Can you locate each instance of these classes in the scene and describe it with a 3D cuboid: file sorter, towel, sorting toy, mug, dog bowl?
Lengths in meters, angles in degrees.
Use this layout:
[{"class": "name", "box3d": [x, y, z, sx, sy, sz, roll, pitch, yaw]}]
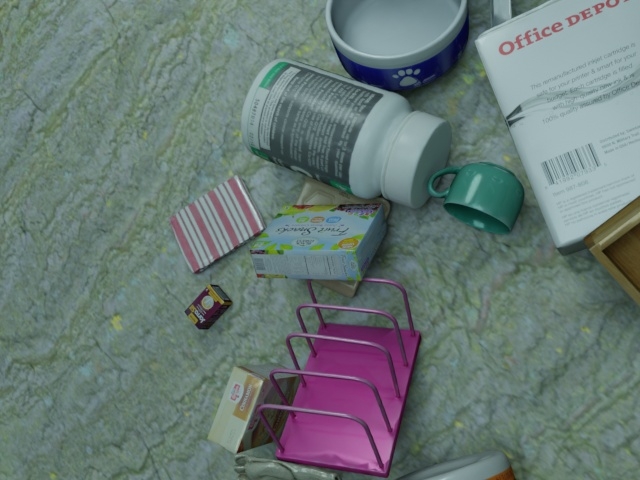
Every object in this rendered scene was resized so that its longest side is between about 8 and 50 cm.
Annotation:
[{"class": "file sorter", "box3d": [0.037, 0.223, 1.268, 0.202, 0.182, 0.290, 2, 48, 21]}, {"class": "towel", "box3d": [-0.221, -0.034, 1.560, 0.197, 0.029, 0.144, -31, 73, 12]}, {"class": "sorting toy", "box3d": [0.022, -0.014, 1.459, 0.193, 0.038, 0.208, 24, 96, 23]}, {"class": "mug", "box3d": [0.286, -0.087, 1.299, 0.129, 0.158, 0.097, 10, 73, 61]}, {"class": "dog bowl", "box3d": [0.147, -0.419, 1.383, 0.265, 0.104, 0.264, -6, 64, 12]}]

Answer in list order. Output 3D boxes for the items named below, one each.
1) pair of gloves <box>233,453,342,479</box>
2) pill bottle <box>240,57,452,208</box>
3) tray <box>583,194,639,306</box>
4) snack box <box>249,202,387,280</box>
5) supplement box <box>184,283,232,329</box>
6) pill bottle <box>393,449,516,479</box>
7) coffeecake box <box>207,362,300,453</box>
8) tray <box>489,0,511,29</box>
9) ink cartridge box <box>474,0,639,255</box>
[{"class": "pair of gloves", "box3d": [-0.055, 0.461, 1.324, 0.204, 0.240, 0.042, 9, 51, 13]}, {"class": "pill bottle", "box3d": [0.048, -0.200, 1.379, 0.361, 0.204, 0.204, 24, 92, 23]}, {"class": "tray", "box3d": [0.615, 0.091, 1.095, 0.203, 0.076, 0.411, -41, 94, 20]}, {"class": "snack box", "box3d": [0.000, 0.000, 1.350, 0.207, 0.174, 0.070, 0, 121, 24]}, {"class": "supplement box", "box3d": [-0.235, 0.140, 1.532, 0.083, 0.043, 0.055, -48, 71, 10]}, {"class": "pill bottle", "box3d": [0.261, 0.564, 1.183, 0.224, 0.224, 0.392, -22, 75, 17]}, {"class": "coffeecake box", "box3d": [-0.120, 0.314, 1.386, 0.068, 0.185, 0.142, 21, 91, 23]}, {"class": "tray", "box3d": [0.327, -0.500, 1.340, 0.030, 0.145, 0.270, -1, 82, 10]}, {"class": "ink cartridge box", "box3d": [0.470, -0.209, 1.235, 0.286, 0.166, 0.394, -22, 77, 17]}]
